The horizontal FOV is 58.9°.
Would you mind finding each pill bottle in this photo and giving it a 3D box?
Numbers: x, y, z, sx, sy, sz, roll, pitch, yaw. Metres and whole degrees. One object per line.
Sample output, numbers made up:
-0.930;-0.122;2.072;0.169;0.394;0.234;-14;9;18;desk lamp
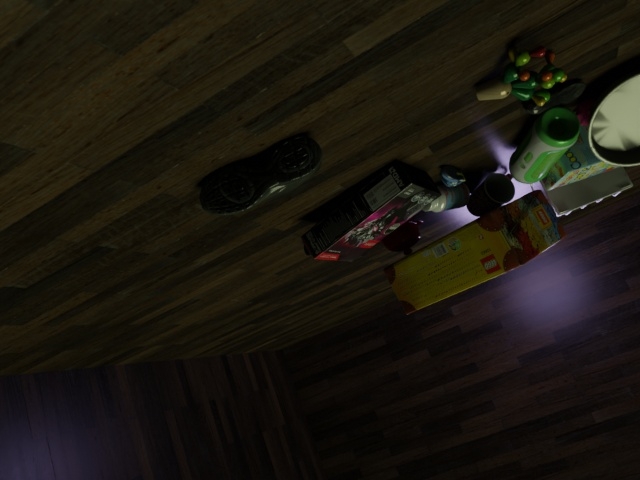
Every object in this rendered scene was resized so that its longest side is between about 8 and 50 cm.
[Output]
0.400;-0.139;1.843;0.160;0.087;0.087;-12;161;-29;pill bottle

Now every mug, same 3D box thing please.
0.610;-0.157;2.009;0.150;0.113;0.169;-14;166;-16;mug

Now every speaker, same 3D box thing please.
0.650;-0.271;1.665;0.131;0.131;0.296;-20;164;-4;speaker

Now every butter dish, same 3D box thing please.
0.306;-0.002;2.110;0.160;0.118;0.160;-30;162;30;butter dish

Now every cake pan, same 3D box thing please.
0.863;-0.336;1.530;0.294;0.054;0.293;-1;130;-1;cake pan

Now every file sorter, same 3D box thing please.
0.959;-0.212;2.118;0.278;0.192;0.173;-22;166;5;file sorter

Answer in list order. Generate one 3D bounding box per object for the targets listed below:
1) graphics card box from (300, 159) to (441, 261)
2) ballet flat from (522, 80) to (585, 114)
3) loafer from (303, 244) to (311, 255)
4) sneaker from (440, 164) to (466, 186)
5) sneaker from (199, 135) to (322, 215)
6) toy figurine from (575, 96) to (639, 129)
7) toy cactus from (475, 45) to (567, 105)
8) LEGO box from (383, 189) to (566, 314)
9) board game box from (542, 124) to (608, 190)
0.150;-0.073;1.660;0.371;0.094;0.233;-39;157;23;graphics card box
0.601;-0.372;1.452;0.173;0.049;0.057;-22;131;-9;ballet flat
0.000;0.000;1.846;0.061;0.062;0.170;-13;163;-35;loafer
0.395;-0.191;1.734;0.059;0.053;0.144;-28;161;29;sneaker
-0.122;-0.123;1.238;0.287;0.109;0.130;-20;170;5;sneaker
0.798;-0.367;1.625;0.159;0.130;0.173;-2;-176;-14;toy figurine
0.428;-0.352;1.226;0.181;0.112;0.219;-9;174;30;toy cactus
0.531;0.044;1.990;0.373;0.193;0.500;-21;171;-44;LEGO box
0.850;-0.286;1.828;0.276;0.144;0.142;-18;164;-10;board game box
